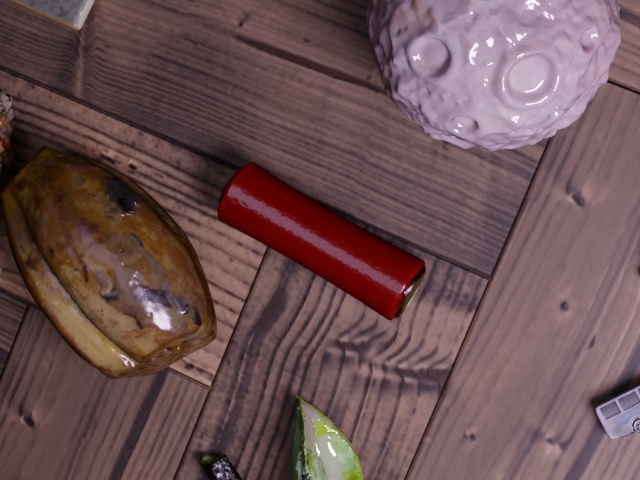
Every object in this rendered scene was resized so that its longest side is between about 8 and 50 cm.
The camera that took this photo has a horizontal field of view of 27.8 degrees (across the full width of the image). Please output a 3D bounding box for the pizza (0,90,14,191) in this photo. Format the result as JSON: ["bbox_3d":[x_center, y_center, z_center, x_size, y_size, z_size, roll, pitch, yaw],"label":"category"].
[{"bbox_3d":[-0.392,-0.092,1.525,0.052,0.185,0.195,15,65,-16],"label":"pizza"}]

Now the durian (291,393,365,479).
[{"bbox_3d":[-0.006,0.282,1.431,0.086,0.100,0.215,-19,57,22],"label":"durian"}]

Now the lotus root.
[{"bbox_3d":[-0.247,0.019,1.453,0.193,0.193,0.291,-38,83,11],"label":"lotus root"}]

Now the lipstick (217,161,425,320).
[{"bbox_3d":[0.000,0.000,1.444,0.241,0.080,0.080,31,98,11],"label":"lipstick"}]

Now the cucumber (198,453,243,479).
[{"bbox_3d":[-0.095,0.302,1.496,0.135,0.033,0.034,57,139,6],"label":"cucumber"}]

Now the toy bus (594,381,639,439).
[{"bbox_3d":[0.360,0.169,1.386,0.130,0.037,0.052,-30,80,13],"label":"toy bus"}]

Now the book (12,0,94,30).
[{"bbox_3d":[-0.401,-0.446,1.551,0.388,0.032,0.269,24,94,11],"label":"book"}]

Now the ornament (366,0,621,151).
[{"bbox_3d":[0.178,-0.210,1.313,0.259,0.259,0.225,-21,124,13],"label":"ornament"}]
